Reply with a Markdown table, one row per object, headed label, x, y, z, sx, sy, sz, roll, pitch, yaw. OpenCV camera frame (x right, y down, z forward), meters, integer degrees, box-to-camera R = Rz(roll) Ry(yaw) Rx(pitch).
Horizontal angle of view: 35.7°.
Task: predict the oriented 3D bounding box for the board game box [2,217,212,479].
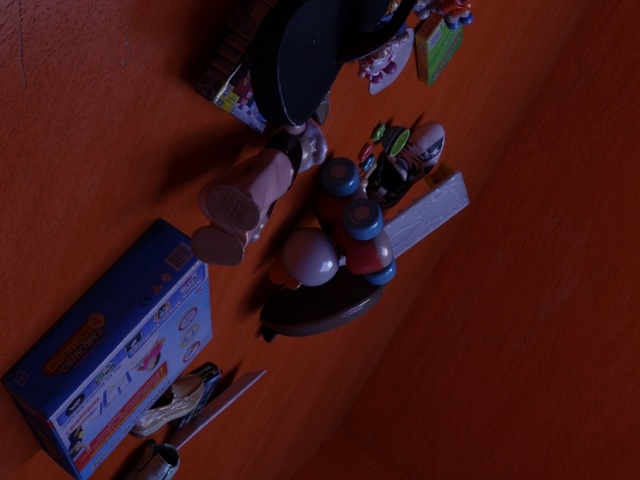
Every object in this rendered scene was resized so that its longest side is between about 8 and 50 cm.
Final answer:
| label | x | y | z | sx | sy | sz | roll | pitch | yaw |
| --- | --- | --- | --- | --- | --- | --- | --- | --- | --- |
| board game box | -0.286 | 0.165 | 1.419 | 0.308 | 0.086 | 0.302 | -49 | 165 | -25 |

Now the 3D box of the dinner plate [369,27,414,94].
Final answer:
| label | x | y | z | sx | sy | sz | roll | pitch | yaw |
| --- | --- | --- | --- | --- | --- | --- | --- | --- | --- |
| dinner plate | 0.137 | -0.329 | 1.842 | 0.141 | 0.017 | 0.141 | -50 | 166 | -17 |

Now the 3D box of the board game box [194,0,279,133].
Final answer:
| label | x | y | z | sx | sy | sz | roll | pitch | yaw |
| --- | --- | --- | --- | --- | --- | --- | --- | --- | --- |
| board game box | -0.071 | -0.245 | 1.240 | 0.194 | 0.060 | 0.194 | -57 | 166 | 3 |

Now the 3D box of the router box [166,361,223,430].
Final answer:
| label | x | y | z | sx | sy | sz | roll | pitch | yaw |
| --- | --- | --- | --- | --- | --- | --- | --- | --- | --- |
| router box | -0.252 | 0.308 | 1.969 | 0.122 | 0.038 | 0.092 | -61 | 165 | 22 |

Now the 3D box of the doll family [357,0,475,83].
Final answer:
| label | x | y | z | sx | sy | sz | roll | pitch | yaw |
| --- | --- | --- | --- | --- | --- | --- | --- | --- | --- |
| doll family | 0.140 | -0.374 | 1.603 | 0.263 | 0.118 | 0.163 | -36 | 171 | -4 |

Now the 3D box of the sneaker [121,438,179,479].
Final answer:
| label | x | y | z | sx | sy | sz | roll | pitch | yaw |
| --- | --- | --- | --- | --- | --- | --- | --- | --- | --- |
| sneaker | -0.357 | 0.476 | 1.885 | 0.151 | 0.094 | 0.256 | -55 | 177 | 26 |

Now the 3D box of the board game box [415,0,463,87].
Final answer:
| label | x | y | z | sx | sy | sz | roll | pitch | yaw |
| --- | --- | --- | --- | --- | --- | --- | --- | --- | --- |
| board game box | 0.239 | -0.399 | 1.976 | 0.124 | 0.039 | 0.259 | -54 | 165 | -5 |

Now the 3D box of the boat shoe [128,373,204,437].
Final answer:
| label | x | y | z | sx | sy | sz | roll | pitch | yaw |
| --- | --- | --- | --- | --- | --- | --- | --- | --- | --- |
| boat shoe | -0.273 | 0.284 | 1.798 | 0.190 | 0.068 | 0.072 | -37 | 145 | -52 |

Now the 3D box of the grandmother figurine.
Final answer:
| label | x | y | z | sx | sy | sz | roll | pitch | yaw |
| --- | --- | --- | --- | --- | --- | --- | --- | --- | --- |
| grandmother figurine | -0.072 | -0.098 | 1.413 | 0.208 | 0.104 | 0.342 | -54 | -179 | 30 |

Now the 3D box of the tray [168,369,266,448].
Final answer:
| label | x | y | z | sx | sy | sz | roll | pitch | yaw |
| --- | --- | --- | --- | --- | --- | --- | --- | --- | --- |
| tray | -0.230 | 0.363 | 2.138 | 0.145 | 0.030 | 0.270 | -43 | 175 | 35 |

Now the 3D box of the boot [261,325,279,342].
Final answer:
| label | x | y | z | sx | sy | sz | roll | pitch | yaw |
| --- | --- | --- | --- | --- | --- | --- | --- | --- | --- |
| boot | -0.070 | 0.180 | 2.245 | 0.161 | 0.083 | 0.246 | -31 | 165 | -24 |

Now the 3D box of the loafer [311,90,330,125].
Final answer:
| label | x | y | z | sx | sy | sz | roll | pitch | yaw |
| --- | --- | --- | --- | --- | --- | --- | --- | --- | --- |
| loafer | -0.008 | -0.221 | 1.517 | 0.050 | 0.056 | 0.148 | -48 | 166 | -5 |

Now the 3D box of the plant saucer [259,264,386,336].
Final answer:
| label | x | y | z | sx | sy | sz | roll | pitch | yaw |
| --- | --- | --- | --- | --- | --- | --- | --- | --- | --- |
| plant saucer | 0.011 | 0.123 | 2.036 | 0.278 | 0.278 | 0.041 | -40 | 116 | -47 |

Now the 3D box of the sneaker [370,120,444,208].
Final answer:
| label | x | y | z | sx | sy | sz | roll | pitch | yaw |
| --- | --- | --- | --- | --- | --- | --- | --- | --- | --- |
| sneaker | 0.198 | -0.179 | 2.229 | 0.235 | 0.094 | 0.153 | -45 | 174 | -1 |

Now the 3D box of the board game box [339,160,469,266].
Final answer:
| label | x | y | z | sx | sy | sz | roll | pitch | yaw |
| --- | --- | --- | --- | --- | --- | --- | --- | --- | --- |
| board game box | 0.173 | -0.024 | 2.362 | 0.390 | 0.050 | 0.390 | -36 | 167 | 4 |

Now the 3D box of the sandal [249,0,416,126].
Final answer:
| label | x | y | z | sx | sy | sz | roll | pitch | yaw |
| --- | --- | --- | --- | --- | --- | --- | --- | --- | --- |
| sandal | 0.052 | -0.293 | 1.222 | 0.167 | 0.107 | 0.446 | 74 | 33 | -43 |

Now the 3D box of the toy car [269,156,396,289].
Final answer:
| label | x | y | z | sx | sy | sz | roll | pitch | yaw |
| --- | --- | --- | --- | --- | --- | --- | --- | --- | --- |
| toy car | 0.000 | 0.000 | 1.908 | 0.238 | 0.210 | 0.219 | -25 | 148 | -3 |

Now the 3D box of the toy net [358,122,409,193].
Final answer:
| label | x | y | z | sx | sy | sz | roll | pitch | yaw |
| --- | --- | --- | --- | --- | --- | --- | --- | --- | --- |
| toy net | 0.103 | -0.144 | 2.095 | 0.232 | 0.045 | 0.122 | -60 | 166 | 20 |
